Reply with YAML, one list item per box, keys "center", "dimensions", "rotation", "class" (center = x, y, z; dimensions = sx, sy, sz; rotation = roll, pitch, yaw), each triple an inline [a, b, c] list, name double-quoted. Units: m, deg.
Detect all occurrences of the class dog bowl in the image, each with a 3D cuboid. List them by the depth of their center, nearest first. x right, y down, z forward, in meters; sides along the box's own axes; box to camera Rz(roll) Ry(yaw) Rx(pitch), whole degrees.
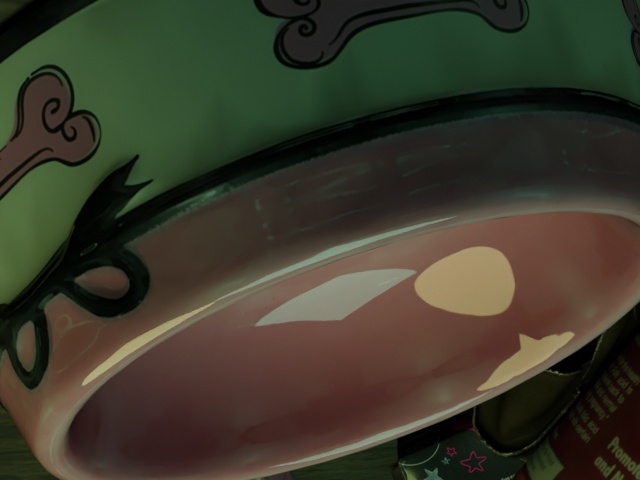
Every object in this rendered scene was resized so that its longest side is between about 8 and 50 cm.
- center: [0.000, 0.000, 0.814]
  dimensions: [0.407, 0.150, 0.408]
  rotation: [-17, 158, -7]
  class: "dog bowl"

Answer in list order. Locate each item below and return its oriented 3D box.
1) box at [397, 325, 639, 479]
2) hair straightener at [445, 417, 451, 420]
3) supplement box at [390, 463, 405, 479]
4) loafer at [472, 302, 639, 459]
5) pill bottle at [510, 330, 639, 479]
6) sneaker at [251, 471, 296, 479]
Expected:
- center: [0.205, 0.189, 1.372]
  dimensions: [0.247, 0.142, 0.163]
  rotation: [-23, -176, 5]
  class: "box"
- center: [0.101, 0.091, 1.250]
  dimensions: [0.089, 0.047, 0.230]
  rotation: [-10, 156, -25]
  class: "hair straightener"
- center: [0.159, 0.235, 1.566]
  dimensions: [0.080, 0.104, 0.188]
  rotation: [-6, 154, -32]
  class: "supplement box"
- center: [0.176, 0.086, 1.216]
  dimensions: [0.078, 0.080, 0.220]
  rotation: [-14, 141, -51]
  class: "loafer"
- center: [0.328, 0.129, 1.155]
  dimensions: [0.392, 0.224, 0.224]
  rotation: [-51, 151, 10]
  class: "pill bottle"
- center: [-0.135, 0.253, 1.385]
  dimensions: [0.236, 0.095, 0.104]
  rotation: [-5, 162, -35]
  class: "sneaker"
